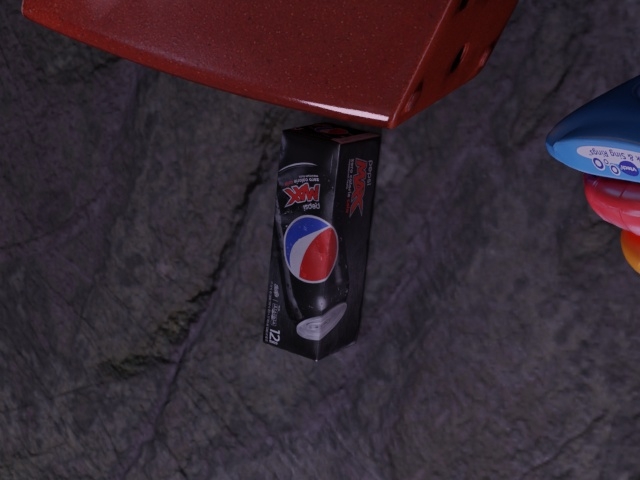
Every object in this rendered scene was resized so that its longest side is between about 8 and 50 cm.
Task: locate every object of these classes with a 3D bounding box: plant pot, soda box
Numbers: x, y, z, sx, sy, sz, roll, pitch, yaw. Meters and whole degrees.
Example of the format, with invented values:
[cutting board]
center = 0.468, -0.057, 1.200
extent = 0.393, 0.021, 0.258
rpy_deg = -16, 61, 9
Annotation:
[plant pot]
center = 0.015, -0.219, 0.885
extent = 0.235, 0.267, 0.267
rpy_deg = 32, 118, 12
[soda box]
center = 0.000, 0.000, 1.051
extent = 0.053, 0.060, 0.169
rpy_deg = 16, 109, 32

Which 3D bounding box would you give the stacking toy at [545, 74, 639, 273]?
[stacking toy]
center = 0.260, 0.041, 0.832
extent = 0.175, 0.165, 0.302
rpy_deg = 18, 131, 56
